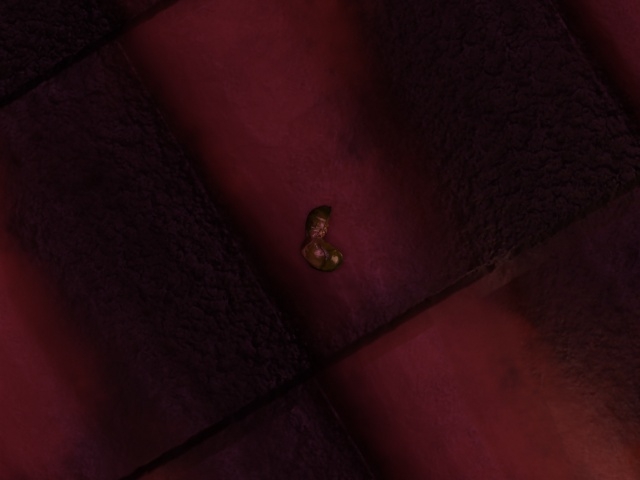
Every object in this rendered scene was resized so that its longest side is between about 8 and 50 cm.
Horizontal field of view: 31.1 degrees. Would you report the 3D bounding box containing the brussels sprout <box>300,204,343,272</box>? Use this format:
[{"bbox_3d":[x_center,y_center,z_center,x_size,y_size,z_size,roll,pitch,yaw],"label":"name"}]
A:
[{"bbox_3d":[-0.001,-0.001,1.448,0.051,0.046,0.083,-8,83,-42],"label":"brussels sprout"}]
